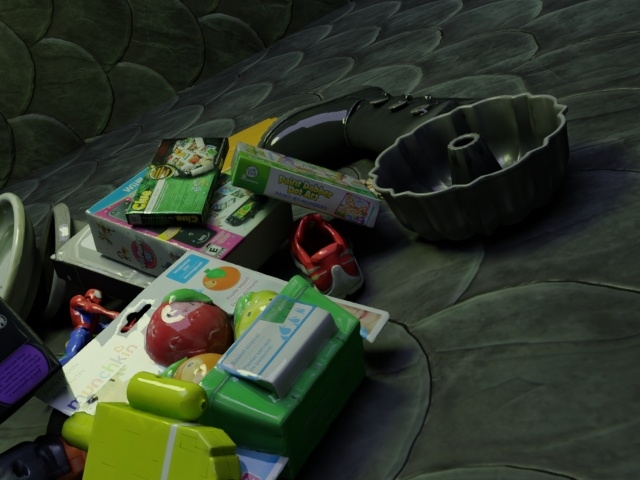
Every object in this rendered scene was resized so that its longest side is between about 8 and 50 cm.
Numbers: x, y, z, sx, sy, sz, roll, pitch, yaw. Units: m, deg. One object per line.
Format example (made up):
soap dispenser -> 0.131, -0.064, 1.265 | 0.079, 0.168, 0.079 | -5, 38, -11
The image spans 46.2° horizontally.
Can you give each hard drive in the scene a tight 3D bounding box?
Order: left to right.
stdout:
hard drive -> -0.310, 0.023, 1.438 | 0.339, 0.064, 0.237 | 16, 43, 24

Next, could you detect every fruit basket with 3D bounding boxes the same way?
fruit basket -> -0.136, 0.140, 0.969 | 0.353, 0.165, 0.327 | 21, 46, 24

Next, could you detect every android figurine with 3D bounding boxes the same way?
android figurine -> -0.180, 0.270, 0.801 | 0.273, 0.056, 0.248 | 3, 81, 32

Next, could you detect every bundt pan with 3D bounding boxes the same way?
bundt pan -> 0.255, -0.111, 1.229 | 0.331, 0.124, 0.331 | -22, 24, 11

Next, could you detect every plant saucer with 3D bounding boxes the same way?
plant saucer -> -0.698, 0.099, 1.625 | 0.400, 0.100, 0.400 | -25, 55, 41

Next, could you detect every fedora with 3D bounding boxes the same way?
fedora -> -0.527, 0.049, 1.610 | 0.275, 0.124, 0.244 | -49, 45, 48

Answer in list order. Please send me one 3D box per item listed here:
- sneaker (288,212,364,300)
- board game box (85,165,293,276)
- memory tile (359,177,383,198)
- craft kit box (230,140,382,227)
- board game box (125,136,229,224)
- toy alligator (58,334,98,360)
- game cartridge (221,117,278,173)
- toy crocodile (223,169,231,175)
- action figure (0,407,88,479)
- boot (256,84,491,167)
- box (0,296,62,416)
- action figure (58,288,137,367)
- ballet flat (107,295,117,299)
sneaker -> 0.000, 0.000, 1.259 | 0.107, 0.118, 0.279 | -28, 25, -5
board game box -> -0.235, -0.032, 1.371 | 0.303, 0.097, 0.224 | 17, 42, 27
memory tile -> 0.087, -0.099, 1.499 | 0.148, 0.012, 0.113 | -16, 27, 21
craft kit box -> -0.035, -0.103, 1.321 | 0.246, 0.061, 0.250 | 14, 11, -11
board game box -> -0.256, -0.114, 1.379 | 0.136, 0.030, 0.260 | 2, 38, 5
toy alligator -> -0.438, 0.215, 1.345 | 0.051, 0.056, 0.190 | 20, 34, 1
game cartridge -> -0.224, -0.223, 2.012 | 0.323, 0.053, 0.285 | -27, 24, -7
toy crocodile -> -0.297, -0.079, 1.745 | 0.340, 0.105, 0.115 | -31, 24, -22
action figure -> -0.397, 0.301, 0.992 | 0.341, 0.178, 0.330 | -5, 23, 37
boot -> 0.099, -0.203, 1.559 | 0.367, 0.146, 0.445 | -34, 30, -15
box -> -0.463, 0.176, 1.026 | 0.165, 0.143, 0.270 | -42, 3, -21
action figure -> -0.376, 0.179, 1.286 | 0.139, 0.091, 0.280 | -3, 38, -6
ballet flat -> -0.312, 0.055, 1.513 | 0.248, 0.086, 0.086 | -34, 26, -19
